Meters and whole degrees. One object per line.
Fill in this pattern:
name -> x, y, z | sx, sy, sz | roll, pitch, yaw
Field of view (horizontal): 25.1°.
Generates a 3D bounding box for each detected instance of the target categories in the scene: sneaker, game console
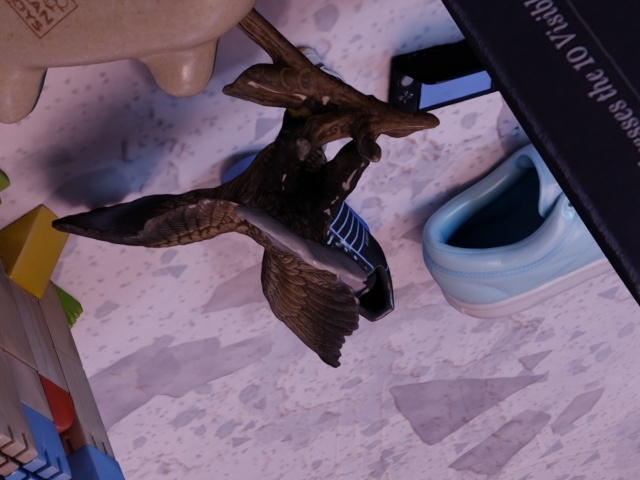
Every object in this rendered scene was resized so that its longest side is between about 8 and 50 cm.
sneaker -> 0.261, -0.050, 1.352 | 0.366, 0.135, 0.150 | -33, 149, 8
game console -> 0.127, -0.133, 1.206 | 0.122, 0.071, 0.107 | -16, 145, -14
sneaker -> 0.002, -0.122, 1.168 | 0.032, 0.037, 0.083 | -37, 146, 12
sneaker -> 0.000, 0.000, 1.280 | 0.081, 0.090, 0.232 | -36, 145, 14

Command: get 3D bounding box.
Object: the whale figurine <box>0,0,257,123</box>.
whale figurine -> -0.139, -0.185, 0.910 | 0.272, 0.141, 0.216 | -33, 106, 34

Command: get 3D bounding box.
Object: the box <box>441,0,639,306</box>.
box -> 0.304, -0.218, 0.846 | 0.472, 0.479, 0.297 | -33, 145, 9

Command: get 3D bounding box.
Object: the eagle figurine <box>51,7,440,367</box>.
eagle figurine -> -0.045, -0.020, 1.081 | 0.225, 0.226, 0.298 | -14, 155, -44

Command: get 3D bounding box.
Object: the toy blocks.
toy blocks -> -0.277, 0.094, 1.068 | 0.191, 0.261, 0.381 | -31, 146, 7
